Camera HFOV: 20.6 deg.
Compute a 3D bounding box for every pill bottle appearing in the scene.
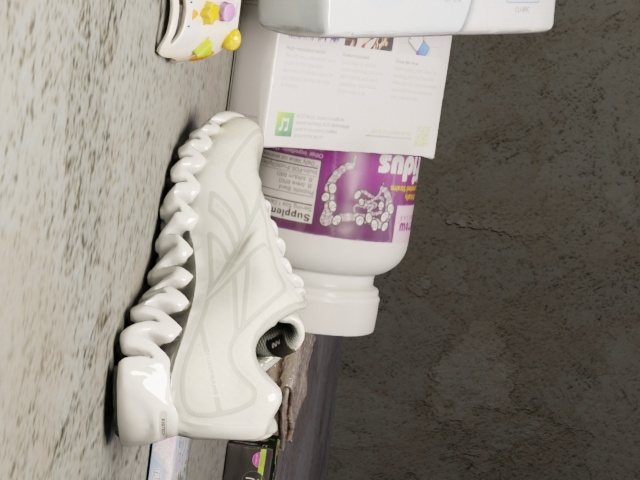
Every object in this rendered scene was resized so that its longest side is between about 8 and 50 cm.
[{"bbox_3d":[0.014,-0.064,1.749,0.169,0.169,0.302,-53,151,-82],"label":"pill bottle"}]

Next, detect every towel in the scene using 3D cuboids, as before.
[{"bbox_3d":[-0.033,0.126,2.364,0.187,0.049,0.282,94,6,-57],"label":"towel"}]

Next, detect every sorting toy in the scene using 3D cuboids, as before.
[{"bbox_3d":[-0.085,-0.151,1.158,0.075,0.045,0.083,-26,127,-62],"label":"sorting toy"}]

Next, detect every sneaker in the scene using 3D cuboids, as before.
[{"bbox_3d":[-0.063,0.027,1.244,0.110,0.118,0.292,91,7,-48],"label":"sneaker"}]

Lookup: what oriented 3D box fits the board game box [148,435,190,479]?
[{"bbox_3d":[-0.119,0.161,1.410,0.090,0.020,0.090,-64,162,-79],"label":"board game box"}]

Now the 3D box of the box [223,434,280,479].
[{"bbox_3d":[-0.077,0.251,1.968,0.083,0.052,0.062,-35,132,-83],"label":"box"}]

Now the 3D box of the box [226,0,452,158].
[{"bbox_3d":[0.033,-0.238,1.564,0.232,0.058,0.322,2,100,-47],"label":"box"}]

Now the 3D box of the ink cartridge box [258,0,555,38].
[{"bbox_3d":[0.091,-0.365,1.485,0.308,0.091,0.385,-8,107,-46],"label":"ink cartridge box"}]
